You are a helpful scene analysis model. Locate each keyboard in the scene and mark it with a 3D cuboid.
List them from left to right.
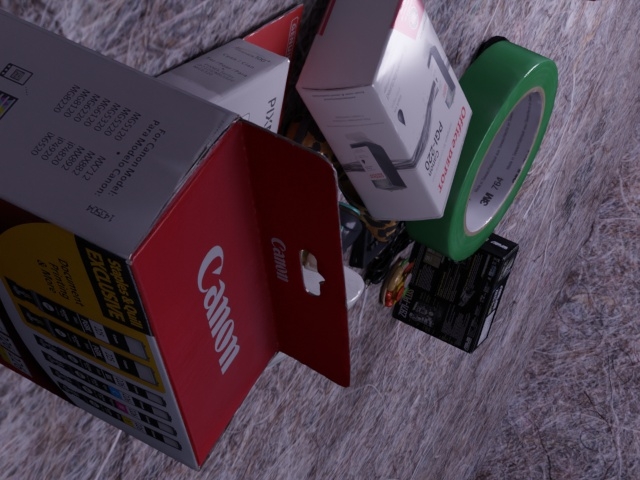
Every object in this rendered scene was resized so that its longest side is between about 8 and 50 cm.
[{"bbox_3d":[0.130,-0.047,1.887,0.317,0.033,0.202,-43,151,-47],"label":"keyboard"}]

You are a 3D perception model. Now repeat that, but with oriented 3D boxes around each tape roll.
[{"bbox_3d":[0.236,-0.128,1.884,0.321,0.077,0.321,-51,157,-31],"label":"tape roll"}]

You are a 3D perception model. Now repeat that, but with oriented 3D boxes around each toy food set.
[{"bbox_3d":[0.120,0.065,2.011,0.082,0.020,0.083,-42,150,-50],"label":"toy food set"}]

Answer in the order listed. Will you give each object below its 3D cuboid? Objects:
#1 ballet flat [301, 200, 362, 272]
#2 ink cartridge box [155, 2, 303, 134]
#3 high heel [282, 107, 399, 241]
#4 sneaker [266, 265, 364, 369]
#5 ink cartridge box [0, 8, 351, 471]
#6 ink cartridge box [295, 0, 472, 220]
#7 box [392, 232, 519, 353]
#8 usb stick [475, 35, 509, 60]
[{"bbox_3d":[0.000,0.000,1.468,0.074,0.074,0.203,-62,-175,-8],"label":"ballet flat"},{"bbox_3d":[-0.082,-0.055,1.257,0.261,0.066,0.296,-39,149,-50],"label":"ink cartridge box"},{"bbox_3d":[0.022,-0.056,1.470,0.186,0.093,0.261,-57,145,-39],"label":"high heel"},{"bbox_3d":[-0.030,0.097,1.594,0.212,0.080,0.094,-33,155,-46],"label":"sneaker"},{"bbox_3d":[-0.126,0.023,0.912,0.130,0.271,0.309,-56,158,-26],"label":"ink cartridge box"},{"bbox_3d":[0.074,-0.146,1.371,0.218,0.092,0.159,58,41,-46],"label":"ink cartridge box"},{"bbox_3d":[0.215,0.066,2.071,0.077,0.147,0.180,-32,142,-58],"label":"box"},{"bbox_3d":[0.276,-0.225,2.035,0.077,0.045,0.278,-61,161,-16],"label":"usb stick"}]
